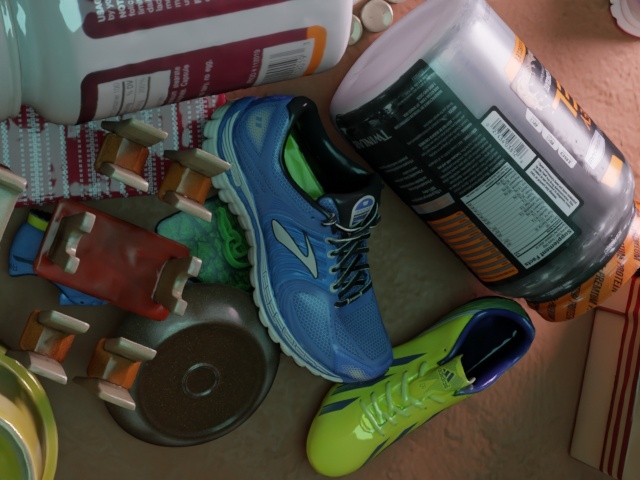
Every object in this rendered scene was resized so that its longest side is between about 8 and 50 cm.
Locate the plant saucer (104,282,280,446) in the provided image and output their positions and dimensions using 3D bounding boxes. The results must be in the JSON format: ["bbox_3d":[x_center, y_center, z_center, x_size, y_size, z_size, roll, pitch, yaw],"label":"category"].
[{"bbox_3d":[-0.130,0.140,1.885,0.198,0.036,0.198,-10,120,-18],"label":"plant saucer"}]

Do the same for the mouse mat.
[{"bbox_3d":[-0.078,0.037,1.942,0.152,0.007,0.189,-25,103,-14],"label":"mouse mat"}]

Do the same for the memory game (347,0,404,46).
[{"bbox_3d":[0.016,-0.300,1.936,0.186,0.012,0.186,-2,96,-18],"label":"memory game"}]

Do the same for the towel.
[{"bbox_3d":[-0.233,-0.141,1.866,0.275,0.031,0.199,-6,95,-18],"label":"towel"}]

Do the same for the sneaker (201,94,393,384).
[{"bbox_3d":[0.000,0.000,1.864,0.130,0.147,0.330,-38,109,-46],"label":"sneaker"}]

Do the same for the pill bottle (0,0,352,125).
[{"bbox_3d":[-0.187,-0.236,1.745,0.392,0.224,0.224,-13,99,-19],"label":"pill bottle"}]

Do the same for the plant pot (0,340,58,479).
[{"bbox_3d":[-0.372,0.216,1.748,0.254,0.239,0.254,-2,97,-17],"label":"plant pot"}]

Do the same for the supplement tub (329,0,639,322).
[{"bbox_3d":[0.188,-0.084,1.907,0.207,0.207,0.338,-47,107,-8],"label":"supplement tub"}]

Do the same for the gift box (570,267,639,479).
[{"bbox_3d":[0.453,0.152,1.982,0.255,0.276,0.258,9,91,-23],"label":"gift box"}]

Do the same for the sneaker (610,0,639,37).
[{"bbox_3d":[0.405,-0.349,1.998,0.103,0.111,0.252,10,92,-18],"label":"sneaker"}]

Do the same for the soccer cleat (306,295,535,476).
[{"bbox_3d":[0.108,0.155,1.949,0.289,0.121,0.093,-35,104,-11],"label":"soccer cleat"}]

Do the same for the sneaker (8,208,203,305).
[{"bbox_3d":[-0.222,0.039,1.869,0.209,0.069,0.082,21,95,-16],"label":"sneaker"}]

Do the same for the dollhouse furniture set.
[{"bbox_3d":[-0.252,0.001,1.775,0.259,0.135,0.262,24,83,-25],"label":"dollhouse furniture set"}]
